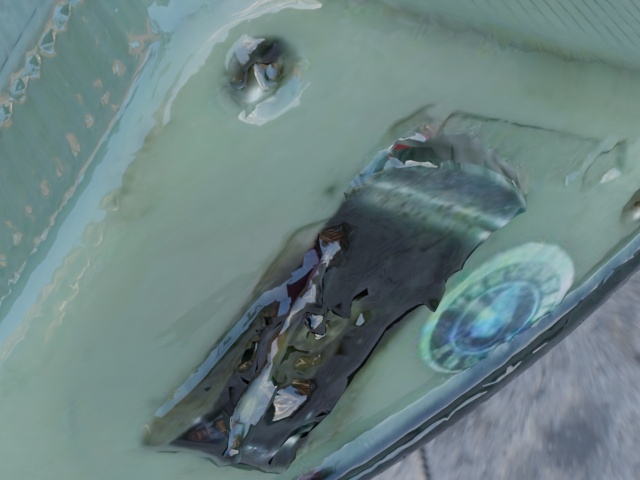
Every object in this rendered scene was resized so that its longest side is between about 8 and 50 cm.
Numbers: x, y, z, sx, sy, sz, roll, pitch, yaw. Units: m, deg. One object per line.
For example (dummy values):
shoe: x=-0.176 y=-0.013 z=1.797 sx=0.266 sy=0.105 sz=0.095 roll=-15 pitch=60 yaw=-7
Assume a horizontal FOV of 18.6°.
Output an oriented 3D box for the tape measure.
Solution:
tape measure: x=0.000 y=0.000 z=0.543 sx=0.207 sy=0.235 sz=0.115 roll=-57 pitch=50 yaw=25
